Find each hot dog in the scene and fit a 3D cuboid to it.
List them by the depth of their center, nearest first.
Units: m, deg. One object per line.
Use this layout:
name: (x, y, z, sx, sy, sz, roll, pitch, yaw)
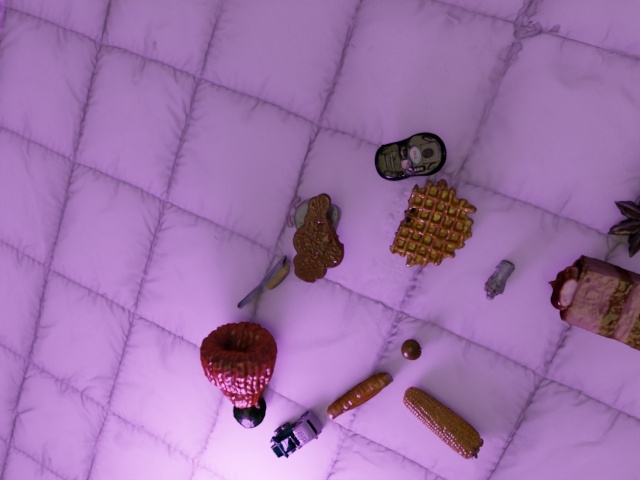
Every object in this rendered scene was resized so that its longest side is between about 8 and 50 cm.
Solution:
hot dog: (0.139, 0.565, 1.708, 0.289, 0.083, 0.068, -36, 67, 18)

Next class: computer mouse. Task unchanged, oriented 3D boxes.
computer mouse: (0.295, -0.271, 1.524, 0.233, 0.096, 0.137, -6, 90, 22)

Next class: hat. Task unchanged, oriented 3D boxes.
hat: (-0.293, 0.512, 1.788, 0.285, 0.285, 0.400, 11, 128, 15)

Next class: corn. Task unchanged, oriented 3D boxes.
corn: (0.420, 0.623, 1.617, 0.305, 0.106, 0.106, 38, 107, 13)

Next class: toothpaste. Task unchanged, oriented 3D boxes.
toothpaste: (0.350, -0.122, 1.563, 0.052, 0.033, 0.218, 15, 107, 12)

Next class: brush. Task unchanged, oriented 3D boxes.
brush: (-0.206, 0.173, 1.770, 0.060, 0.068, 0.297, 40, 113, -15)

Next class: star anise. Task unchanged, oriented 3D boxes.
star anise: (0.966, -0.070, 1.350, 0.230, 0.081, 0.262, 32, 117, 11)

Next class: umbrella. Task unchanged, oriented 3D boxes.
umbrella: (0.578, 0.130, 1.517, 0.067, 0.062, 0.144, 17, 104, -17)

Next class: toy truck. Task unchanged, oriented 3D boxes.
toy truck: (-0.102, 0.758, 1.787, 0.216, 0.116, 0.110, -38, 86, 19)

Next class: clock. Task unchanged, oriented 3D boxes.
clock: (-0.030, -0.075, 1.670, 0.191, 0.062, 0.152, 21, 104, 14)

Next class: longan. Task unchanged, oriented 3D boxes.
longan: (0.321, 0.379, 1.621, 0.083, 0.075, 0.075, -13, 95, 47)

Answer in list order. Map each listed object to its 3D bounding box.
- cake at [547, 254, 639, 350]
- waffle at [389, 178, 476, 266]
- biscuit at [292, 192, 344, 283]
cake: (0.819, 0.169, 1.378, 0.293, 0.198, 0.196, 18, 108, 18)
waffle: (0.357, -0.055, 1.536, 0.309, 0.065, 0.283, -26, 101, 15)
biscuit: (-0.008, -0.004, 1.618, 0.183, 0.047, 0.320, 2, 103, 14)
